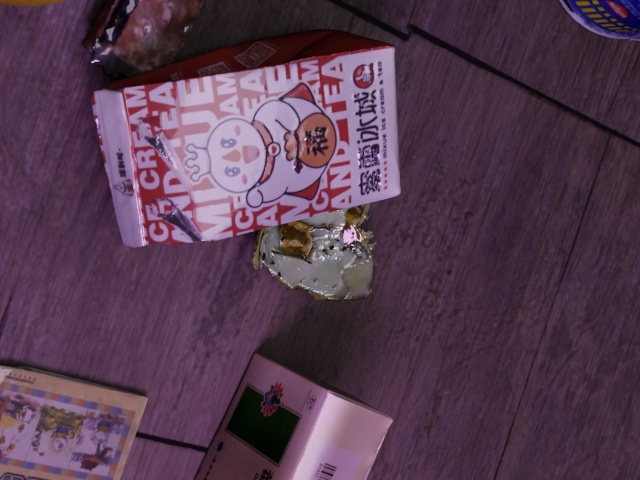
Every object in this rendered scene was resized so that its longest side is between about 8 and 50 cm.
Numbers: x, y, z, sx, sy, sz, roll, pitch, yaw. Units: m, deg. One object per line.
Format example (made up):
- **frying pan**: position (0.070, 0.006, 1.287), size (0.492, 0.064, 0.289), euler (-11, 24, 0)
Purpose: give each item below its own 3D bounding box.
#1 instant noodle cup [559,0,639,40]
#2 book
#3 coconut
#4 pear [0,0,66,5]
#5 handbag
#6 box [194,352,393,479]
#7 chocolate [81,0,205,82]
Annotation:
- **instant noodle cup**: position (0.451, -0.350, 1.438), size (0.284, 0.312, 0.284), euler (-7, 104, -30)
- **book**: position (-0.277, 0.229, 1.299), size (0.168, 0.013, 0.192), euler (18, 91, -33)
- **coconut**: position (-0.002, 0.002, 1.390), size (0.158, 0.055, 0.133), euler (40, 78, -32)
- **pear**: position (-0.223, -0.349, 1.065), size (0.304, 0.304, 0.304), euler (-7, 103, -30)
- **handbag**: position (-0.079, -0.106, 1.271), size (0.298, 0.151, 0.171), euler (-13, 111, -26)
- **box**: position (-0.040, 0.245, 1.351), size (0.095, 0.168, 0.212), euler (27, 85, -33)
- **chocolate**: position (-0.127, -0.298, 1.256), size (0.102, 0.065, 0.329), euler (34, 82, -51)
